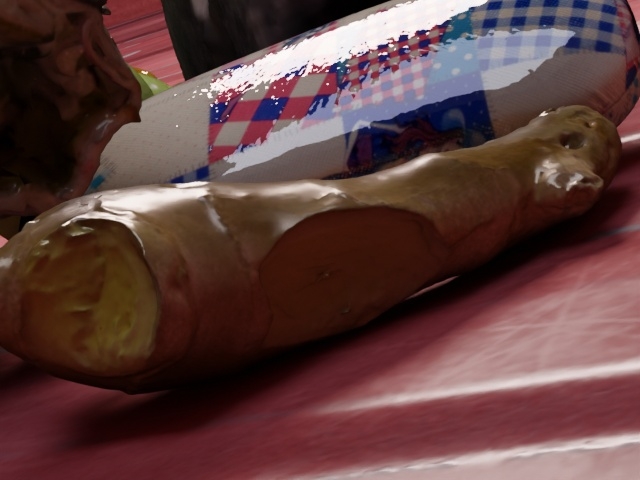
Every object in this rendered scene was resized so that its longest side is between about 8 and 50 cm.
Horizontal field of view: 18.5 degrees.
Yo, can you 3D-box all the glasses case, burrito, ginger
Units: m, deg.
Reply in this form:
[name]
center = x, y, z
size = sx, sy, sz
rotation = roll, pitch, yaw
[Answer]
[glasses case]
center = 0.000, -0.049, 0.969
size = 0.327, 0.076, 0.125
rotation = -20, 39, 13
[burrito]
center = -0.221, -0.094, 1.024
size = 0.190, 0.135, 0.332
rotation = 9, 4, -21
[ginger]
center = 0.000, 0.000, 0.818
size = 0.294, 0.086, 0.131
rotation = -16, 0, -21

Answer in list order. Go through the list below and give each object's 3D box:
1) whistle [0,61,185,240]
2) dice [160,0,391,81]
[whistle]
center = -0.144, -0.074, 1.273
size = 0.141, 0.141, 0.294
rotation = -17, 10, 16
[dice]
center = 0.017, -0.137, 1.166
size = 0.182, 0.183, 0.181
rotation = -22, 9, -20
